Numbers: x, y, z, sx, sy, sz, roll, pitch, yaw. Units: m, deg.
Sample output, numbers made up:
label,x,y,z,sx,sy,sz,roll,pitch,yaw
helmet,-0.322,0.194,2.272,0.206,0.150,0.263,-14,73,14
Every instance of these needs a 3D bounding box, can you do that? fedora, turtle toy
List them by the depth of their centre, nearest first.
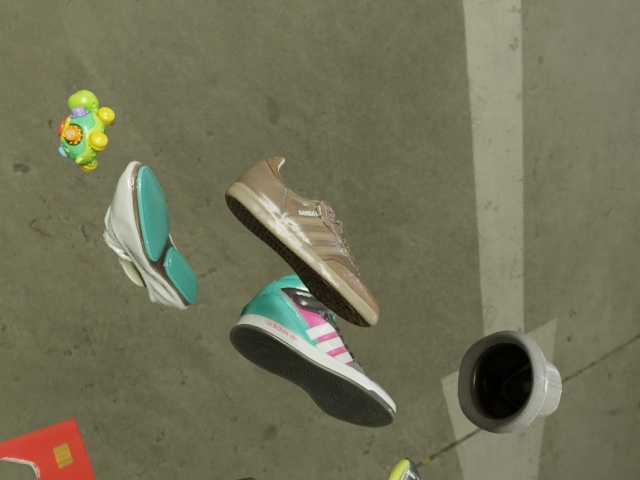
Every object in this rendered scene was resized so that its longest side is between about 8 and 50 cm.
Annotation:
label,x,y,z,sx,sy,sz,roll,pitch,yaw
turtle toy,-0.368,-0.175,0.724,0.066,0.095,0.130,18,58,-31
fedora,0.474,0.352,1.137,0.124,0.275,0.244,19,59,-16

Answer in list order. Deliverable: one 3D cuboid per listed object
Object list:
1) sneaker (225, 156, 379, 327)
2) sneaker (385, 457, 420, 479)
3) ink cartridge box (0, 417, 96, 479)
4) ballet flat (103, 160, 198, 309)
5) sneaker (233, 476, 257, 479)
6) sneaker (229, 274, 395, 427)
label,x,y,z,sx,sy,sz,roll,pitch,yaw
sneaker,0.000,0.000,0.437,0.188,0.066,0.071,46,68,-11
sneaker,0.057,0.368,0.588,0.208,0.094,0.081,-54,130,-27
ink cartridge box,-0.256,0.315,0.453,0.066,0.296,0.261,-22,79,-2
ballet flat,-0.363,0.015,0.949,0.139,0.139,0.400,-32,144,-22
sneaker,-0.227,0.580,0.969,0.281,0.106,0.162,-18,150,-37
sneaker,0.010,0.158,0.746,0.295,0.124,0.178,39,40,-16
